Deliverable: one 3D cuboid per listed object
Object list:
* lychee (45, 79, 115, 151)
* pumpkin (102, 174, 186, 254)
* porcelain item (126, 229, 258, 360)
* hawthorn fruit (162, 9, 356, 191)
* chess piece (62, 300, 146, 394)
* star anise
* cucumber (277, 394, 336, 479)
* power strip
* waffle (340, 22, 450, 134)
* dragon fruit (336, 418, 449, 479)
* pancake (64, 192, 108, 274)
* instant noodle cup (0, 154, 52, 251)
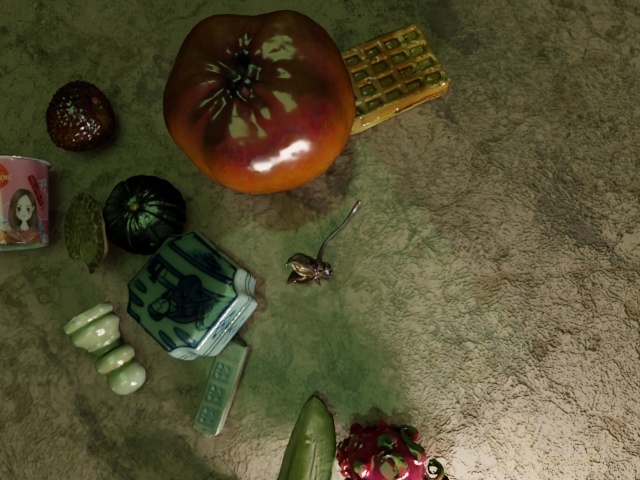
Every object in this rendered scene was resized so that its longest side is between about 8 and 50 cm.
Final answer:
[{"bbox_3d":[-0.674,-0.336,1.439,0.188,0.188,0.188,0,81,3],"label":"lychee"},{"bbox_3d":[-0.472,-0.069,1.387,0.221,0.162,0.220,0,76,1],"label":"pumpkin"},{"bbox_3d":[-0.328,0.139,1.324,0.281,0.157,0.285,38,85,22],"label":"porcelain item"},{"bbox_3d":[-0.132,-0.327,1.272,0.473,0.472,0.471,0,81,3],"label":"hawthorn fruit"},{"bbox_3d":[-0.553,0.294,1.363,0.133,0.133,0.243,-34,88,-2],"label":"chess piece"},{"bbox_3d":[0.000,0.000,1.388,0.219,0.148,0.227,-16,48,33],"label":"star anise"},{"bbox_3d":[-0.032,0.550,1.252,0.105,0.145,0.325,25,47,-12],"label":"cucumber"},{"bbox_3d":[-0.263,0.384,1.359,0.078,0.052,0.271,18,83,8],"label":"power strip"},{"bbox_3d":[0.172,-0.451,1.443,0.328,0.098,0.224,-24,83,0],"label":"waffle"},{"bbox_3d":[0.176,0.555,1.252,0.273,0.198,0.218,42,74,-15],"label":"dragon fruit"},{"bbox_3d":[-0.632,-0.022,1.389,0.235,0.029,0.211,35,116,33],"label":"pancake"},{"bbox_3d":[-0.842,-0.093,1.382,0.243,0.243,0.231,-7,87,2],"label":"instant noodle cup"}]
